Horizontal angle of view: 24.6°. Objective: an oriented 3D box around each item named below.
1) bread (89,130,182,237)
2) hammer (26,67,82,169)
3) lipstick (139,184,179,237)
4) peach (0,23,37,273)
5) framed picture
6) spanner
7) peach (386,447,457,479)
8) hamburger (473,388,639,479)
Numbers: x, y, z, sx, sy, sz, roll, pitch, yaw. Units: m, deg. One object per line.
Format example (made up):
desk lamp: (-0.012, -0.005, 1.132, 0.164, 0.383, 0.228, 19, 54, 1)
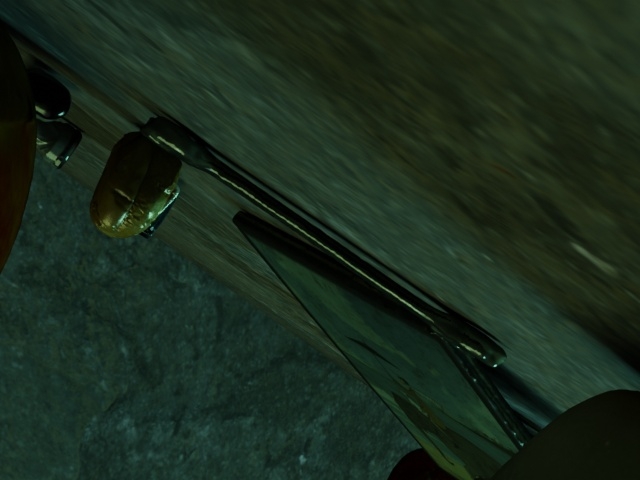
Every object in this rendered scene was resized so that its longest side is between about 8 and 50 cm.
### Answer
bread: (-0.129, -0.037, 1.005, 0.046, 0.081, 0.083, 26, -150, -16)
hammer: (-0.243, -0.113, 1.228, 0.152, 0.044, 0.427, 37, 173, -17)
lipstick: (-0.154, -0.037, 1.291, 0.051, 0.051, 0.312, 36, 174, -6)
peach: (-0.353, -0.036, 0.855, 0.370, 0.370, 0.370, 34, 175, 4)
framed picture: (0.091, 0.125, 1.104, 0.265, 0.016, 0.347, 29, 161, 51)
spanner: (0.000, 0.000, 0.860, 0.254, 0.015, 0.054, 34, 174, 2)
peach: (0.191, 0.366, 1.739, 0.238, 0.281, 0.281, -23, 132, 39)
hamburger: (0.157, 0.154, 0.571, 0.237, 0.147, 0.237, 31, 174, 4)
